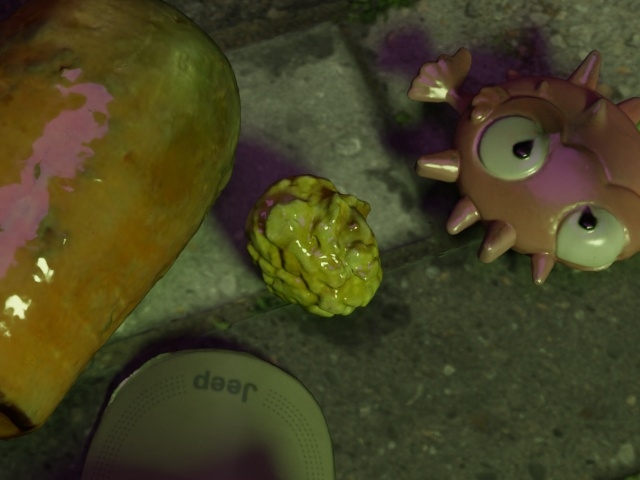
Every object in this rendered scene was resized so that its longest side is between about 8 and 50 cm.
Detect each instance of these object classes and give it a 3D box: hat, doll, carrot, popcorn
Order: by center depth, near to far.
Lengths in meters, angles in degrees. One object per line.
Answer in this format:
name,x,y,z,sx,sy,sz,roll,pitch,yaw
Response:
hat,-0.088,0.187,1.065,0.214,0.149,0.245,5,75,-4
carrot,-0.209,-0.028,1.103,0.224,0.224,0.341,26,68,7
popcorn,0.000,0.000,1.170,0.120,0.116,0.106,34,48,10
doll,0.188,-0.068,1.233,0.211,0.093,0.262,-42,78,-15
